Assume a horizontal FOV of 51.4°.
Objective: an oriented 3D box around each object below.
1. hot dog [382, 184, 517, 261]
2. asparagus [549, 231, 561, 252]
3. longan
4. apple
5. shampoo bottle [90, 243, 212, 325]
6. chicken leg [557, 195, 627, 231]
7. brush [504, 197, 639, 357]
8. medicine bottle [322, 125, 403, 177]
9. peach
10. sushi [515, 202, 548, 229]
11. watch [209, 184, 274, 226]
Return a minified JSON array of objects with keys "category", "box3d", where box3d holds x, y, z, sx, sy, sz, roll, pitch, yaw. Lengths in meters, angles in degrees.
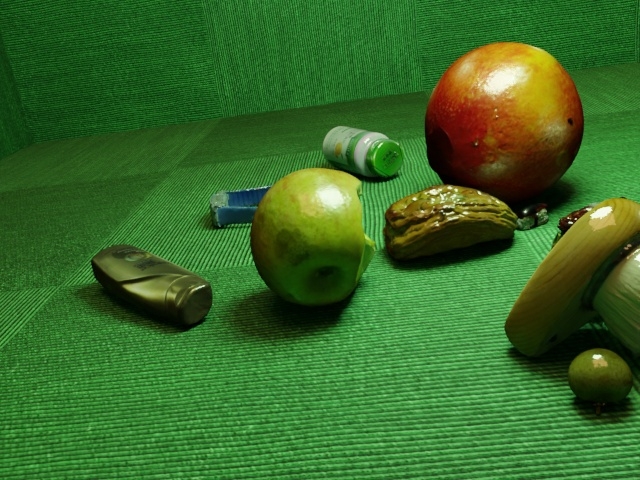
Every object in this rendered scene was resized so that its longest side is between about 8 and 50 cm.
[{"category":"hot dog","box3d":[0.263,-0.041,1.346,0.272,0.122,0.196,-12,19,-4]},{"category":"asparagus","box3d":[0.448,0.014,1.275,0.016,0.013,0.166,-9,17,30]},{"category":"longan","box3d":[0.347,0.175,0.825,0.075,0.075,0.083,-1,63,19]},{"category":"apple","box3d":[0.000,0.000,1.179,0.246,0.246,0.226,-12,29,-8]},{"category":"shampoo bottle","box3d":[-0.330,0.082,1.308,0.126,0.084,0.350,-21,25,-35]},{"category":"chicken leg","box3d":[0.569,-0.054,1.364,0.205,0.053,0.093,-11,6,-17]},{"category":"brush","box3d":[0.390,0.084,0.910,0.174,0.266,0.166,23,22,-53]},{"category":"medicine bottle","box3d":[0.126,-0.259,1.961,0.133,0.133,0.274,-19,23,-26]},{"category":"peach","box3d":[0.404,-0.250,1.512,0.388,0.388,0.388,-8,20,3]},{"category":"sushi","box3d":[0.446,-0.055,1.411,0.083,0.046,0.044,-19,22,-24]},{"category":"watch","box3d":[-0.144,-0.080,1.709,0.275,0.068,0.276,-8,20,-11]}]
